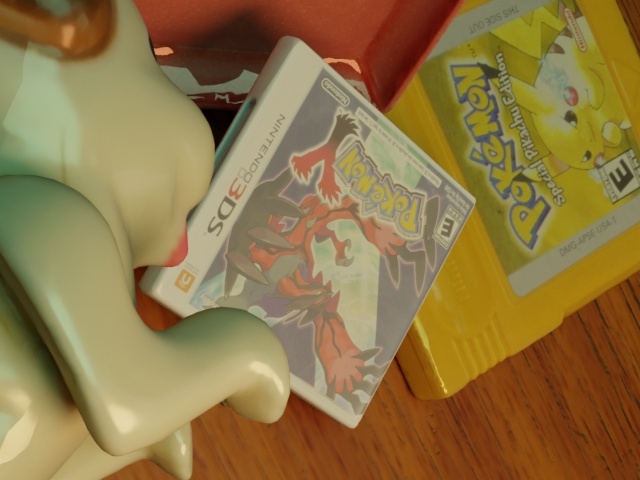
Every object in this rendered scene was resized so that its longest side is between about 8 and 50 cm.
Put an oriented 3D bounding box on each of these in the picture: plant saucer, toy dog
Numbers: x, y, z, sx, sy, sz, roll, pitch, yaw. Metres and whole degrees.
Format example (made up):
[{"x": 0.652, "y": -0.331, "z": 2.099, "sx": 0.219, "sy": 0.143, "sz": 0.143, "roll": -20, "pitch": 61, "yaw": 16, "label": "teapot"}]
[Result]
[{"x": -0.030, "y": -0.169, "z": 0.864, "sx": 0.258, "sy": 0.259, "sz": 0.048, "roll": 1, "pitch": 59, "yaw": -24, "label": "plant saucer"}, {"x": -0.213, "y": 0.030, "z": 0.727, "sx": 0.395, "sy": 0.284, "sz": 0.408, "roll": 28, "pitch": 62, "yaw": 1, "label": "toy dog"}]

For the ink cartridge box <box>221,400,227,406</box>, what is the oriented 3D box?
[{"x": -0.042, "y": 0.065, "z": 0.957, "sx": 0.083, "sy": 0.028, "sz": 0.048, "roll": -42, "pitch": 107, "yaw": -34, "label": "ink cartridge box"}]

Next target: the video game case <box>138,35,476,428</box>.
[{"x": 0.000, "y": 0.000, "z": 0.932, "sx": 0.201, "sy": 0.023, "sz": 0.183, "roll": 38, "pitch": 76, "yaw": -39, "label": "video game case"}]

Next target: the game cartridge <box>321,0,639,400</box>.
[{"x": 0.139, "y": -0.074, "z": 1.104, "sx": 0.323, "sy": 0.052, "sz": 0.285, "roll": -28, "pitch": 97, "yaw": -37, "label": "game cartridge"}]
